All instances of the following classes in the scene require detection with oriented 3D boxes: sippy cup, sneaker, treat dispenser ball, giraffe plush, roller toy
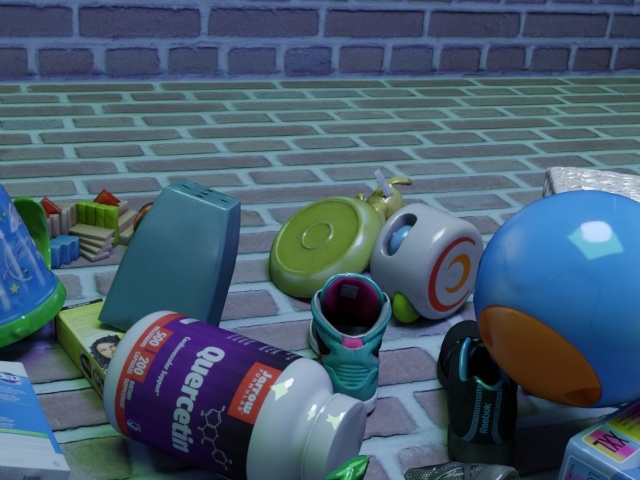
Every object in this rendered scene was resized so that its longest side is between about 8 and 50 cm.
[{"bbox_3d":[-0.547,0.030,1.364,0.240,0.224,0.305,-17,23,-12],"label":"sippy cup"},{"bbox_3d":[0.131,0.345,1.034,0.130,0.087,0.227,-2,30,47],"label":"sneaker"},{"bbox_3d":[0.348,0.076,1.150,0.288,0.288,0.288,4,24,-2],"label":"treat dispenser ball"},{"bbox_3d":[0.037,0.123,1.380,0.124,0.178,0.295,1,24,-8],"label":"sneaker"},{"bbox_3d":[0.248,0.194,1.312,0.125,0.139,0.341,3,23,2],"label":"sneaker"},{"bbox_3d":[0.100,-0.033,1.789,0.181,0.210,0.170,-21,6,-38],"label":"giraffe plush"},{"bbox_3d":[0.192,0.034,1.591,0.209,0.191,0.146,-18,32,-40],"label":"roller toy"}]

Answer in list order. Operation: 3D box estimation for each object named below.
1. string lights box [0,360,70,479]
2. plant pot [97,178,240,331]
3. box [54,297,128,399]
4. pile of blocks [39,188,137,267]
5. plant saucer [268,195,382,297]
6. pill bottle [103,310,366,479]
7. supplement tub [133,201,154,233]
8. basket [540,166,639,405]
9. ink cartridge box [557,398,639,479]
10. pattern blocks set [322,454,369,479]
[{"bbox_3d":[-0.425,0.240,1.109,0.133,0.076,0.260,17,13,-36],"label":"string lights box"},{"bbox_3d":[-0.223,0.030,1.400,0.166,0.234,0.165,20,12,2],"label":"plant pot"},{"bbox_3d":[-0.335,0.170,1.355,0.087,0.058,0.232,-13,29,-34],"label":"box"},{"bbox_3d":[-0.499,-0.028,1.697,0.149,0.112,0.362,22,30,34],"label":"pile of blocks"},{"bbox_3d":[0.000,0.000,1.652,0.241,0.037,0.241,-18,45,19],"label":"plant saucer"},{"bbox_3d":[-0.111,0.217,1.142,0.323,0.181,0.181,15,26,23],"label":"pill bottle"},{"bbox_3d":[-0.306,-0.009,1.698,0.106,0.106,0.198,-5,27,-20],"label":"supplement tub"},{"bbox_3d":[0.509,0.068,1.416,0.332,0.328,0.266,8,22,8],"label":"basket"},{"bbox_3d":[0.514,0.345,1.023,0.270,0.151,0.395,-17,33,-39],"label":"ink cartridge box"},{"bbox_3d":[0.077,0.374,0.902,0.285,0.026,0.325,-24,49,-14],"label":"pattern blocks set"}]
